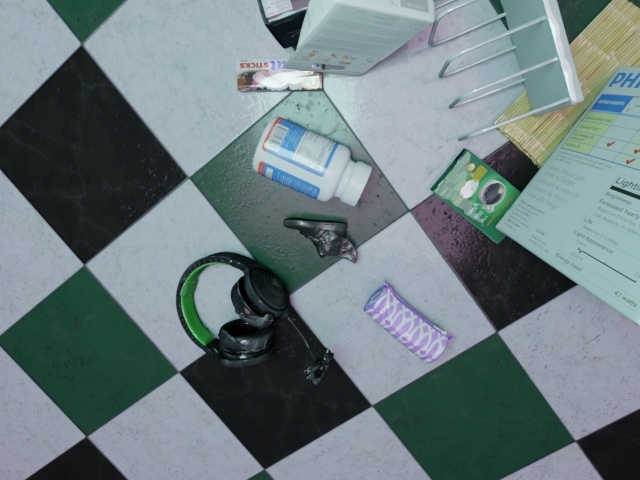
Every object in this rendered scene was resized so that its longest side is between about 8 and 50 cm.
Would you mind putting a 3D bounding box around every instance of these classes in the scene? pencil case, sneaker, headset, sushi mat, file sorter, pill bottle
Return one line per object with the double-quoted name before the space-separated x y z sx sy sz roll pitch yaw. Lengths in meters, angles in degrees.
"pencil case" 0.194 0.185 0.932 0.206 0.086 0.088 38 117 -5
"sneaker" 0.000 0.000 0.922 0.170 0.051 0.089 4 100 1
"headset" -0.155 0.184 0.915 0.394 0.185 0.244 23 106 11
"sushi mat" 0.508 -0.300 0.816 0.151 0.019 0.316 42 103 -5
"file sorter" 0.296 -0.335 0.729 0.173 0.193 0.278 -18 97 13
"pill bottle" -0.014 -0.152 0.848 0.221 0.124 0.124 25 105 -1

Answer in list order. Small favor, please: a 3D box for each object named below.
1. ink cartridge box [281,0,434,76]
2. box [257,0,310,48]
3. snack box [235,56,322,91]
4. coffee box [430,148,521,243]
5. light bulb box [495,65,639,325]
"ink cartridge box" 0.052 -0.357 0.717 0.180 0.224 0.056 -5 91 -27
"box" 0.018 -0.425 0.744 0.232 0.183 0.059 -15 102 8
"snack box" -0.084 -0.342 0.858 0.178 0.022 0.064 1 103 5
"coffee box" 0.336 -0.091 0.873 0.184 0.040 0.113 36 104 -4
"light bulb box" 0.562 -0.057 0.682 0.225 0.358 0.361 27 107 -20
